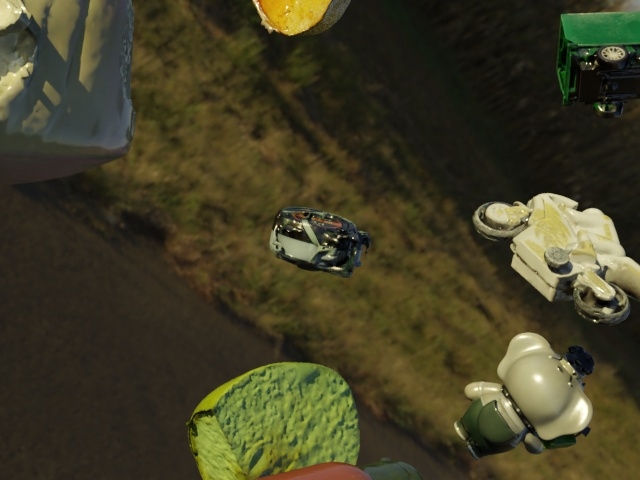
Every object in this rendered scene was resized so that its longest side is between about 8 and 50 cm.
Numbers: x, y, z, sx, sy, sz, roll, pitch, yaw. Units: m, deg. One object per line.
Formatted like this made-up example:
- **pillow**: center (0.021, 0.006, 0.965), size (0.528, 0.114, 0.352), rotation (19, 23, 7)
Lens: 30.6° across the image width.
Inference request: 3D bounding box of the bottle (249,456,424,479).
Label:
- **bottle**: center (-0.030, 0.312, 1.250), size (0.336, 0.144, 0.144), rotation (-9, 65, -34)

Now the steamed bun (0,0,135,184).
- **steamed bun**: center (-0.212, -0.111, 0.604), size (0.152, 0.238, 0.170), rotation (-134, -131, -78)

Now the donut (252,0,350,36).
- **donut**: center (-0.030, -0.353, 1.588), size (0.078, 0.146, 0.181), rotation (-3, 49, -50)

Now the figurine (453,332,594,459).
- **figurine**: center (0.261, 0.200, 1.467), size (0.147, 0.192, 0.126), rotation (57, 17, 18)

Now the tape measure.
- **tape measure**: center (-0.002, -0.001, 1.145), size (0.091, 0.094, 0.054), rotation (-38, 143, -73)

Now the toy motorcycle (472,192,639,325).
- **toy motorcycle**: center (0.290, 0.010, 1.352), size (0.228, 0.151, 0.074), rotation (40, -40, 35)

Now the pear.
- **pear**: center (-0.059, 0.282, 1.706), size (0.139, 0.239, 0.288), rotation (8, -54, 54)

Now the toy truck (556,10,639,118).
- **toy truck**: center (0.280, -0.151, 0.998), size (0.079, 0.147, 0.065), rotation (-86, 172, -47)
